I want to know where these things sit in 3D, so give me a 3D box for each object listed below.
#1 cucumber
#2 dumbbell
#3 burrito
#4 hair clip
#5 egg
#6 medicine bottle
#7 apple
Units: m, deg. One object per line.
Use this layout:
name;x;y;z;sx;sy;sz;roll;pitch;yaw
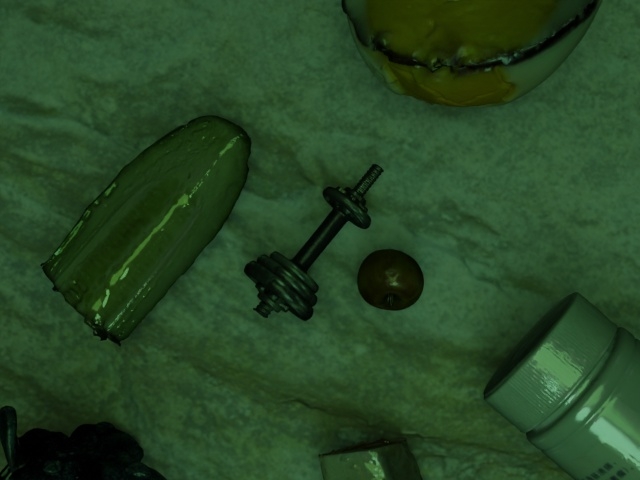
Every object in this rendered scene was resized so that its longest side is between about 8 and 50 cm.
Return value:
cucumber;-0.215;-0.026;1.371;0.145;0.105;0.325;38;88;29
dumbbell;0.000;0.000;1.368;0.110;0.110;0.254;39;81;3
burrito;0.100;0.402;1.328;0.143;0.105;0.299;-14;85;-38
hair clip;-0.302;0.304;1.243;0.206;0.310;0.195;9;86;-19
egg;0.205;-0.297;1.325;0.336;0.201;0.337;-6;65;14
medicine bottle;0.384;0.232;1.299;0.332;0.190;0.190;40;88;2
apple;0.093;0.051;1.364;0.089;0.089;0.075;10;69;1
